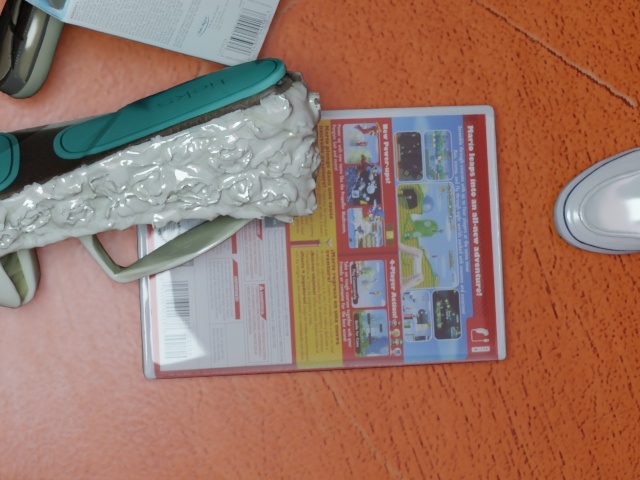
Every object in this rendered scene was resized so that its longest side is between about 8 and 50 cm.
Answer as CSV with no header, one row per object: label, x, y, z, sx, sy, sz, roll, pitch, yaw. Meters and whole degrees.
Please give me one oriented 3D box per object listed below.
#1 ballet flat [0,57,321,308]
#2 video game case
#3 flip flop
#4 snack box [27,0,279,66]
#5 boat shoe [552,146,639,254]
ballet flat,-0.189,-0.020,1.113,0.409,0.147,0.147,-13,90,2
video game case,0.000,0.000,1.201,0.285,0.025,0.204,-2,88,-7
flip flop,-0.165,-0.229,1.152,0.080,0.112,0.277,23,86,-24
snack box,-0.071,-0.293,1.089,0.187,0.060,0.322,10,108,-48
boat shoe,0.299,-0.043,1.217,0.226,0.076,0.083,-14,90,-8
